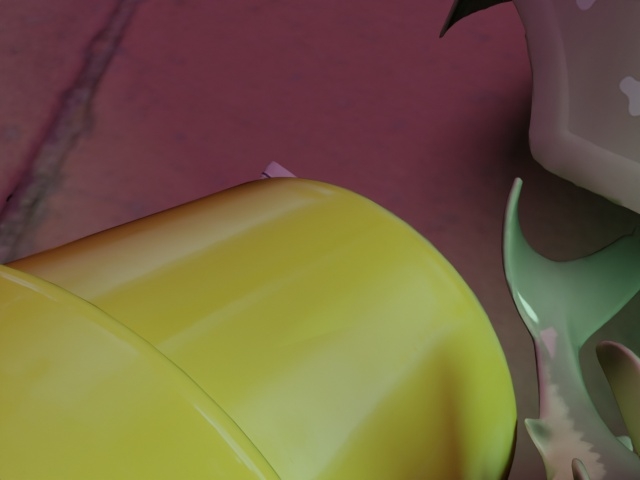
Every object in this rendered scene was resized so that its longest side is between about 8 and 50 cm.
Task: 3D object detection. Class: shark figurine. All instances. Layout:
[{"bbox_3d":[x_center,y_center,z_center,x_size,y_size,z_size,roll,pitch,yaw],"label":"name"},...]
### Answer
[{"bbox_3d":[0.134,0.085,0.524,0.116,0.166,0.278,5,13,-12],"label":"shark figurine"}]

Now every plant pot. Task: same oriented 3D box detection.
[{"bbox_3d":[-0.057,0.099,0.544,0.254,0.254,0.239,25,39,27],"label":"plant pot"}]

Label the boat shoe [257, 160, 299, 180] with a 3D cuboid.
[{"bbox_3d":[0.000,0.000,0.760,0.100,0.035,0.035,38,89,30],"label":"boat shoe"}]

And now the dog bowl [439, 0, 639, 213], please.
[{"bbox_3d":[0.227,-0.096,0.674,0.348,0.102,0.349,9,25,-4],"label":"dog bowl"}]
